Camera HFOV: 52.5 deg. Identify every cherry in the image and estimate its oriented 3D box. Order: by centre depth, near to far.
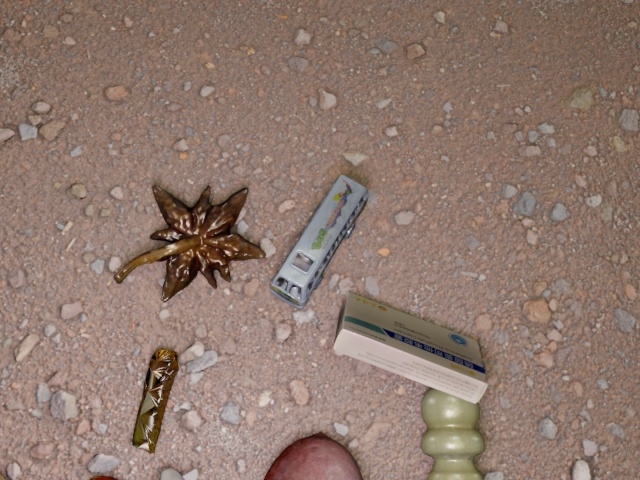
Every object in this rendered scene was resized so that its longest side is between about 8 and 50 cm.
[{"bbox_3d":[-0.012,0.532,1.378,0.240,0.206,0.239,-1,79,5],"label":"cherry"}]

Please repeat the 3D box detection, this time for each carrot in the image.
[{"bbox_3d":[-0.371,0.359,1.456,0.069,0.069,0.228,13,74,-4],"label":"carrot"}]

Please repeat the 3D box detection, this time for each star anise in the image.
[{"bbox_3d":[-0.303,0.003,1.543,0.350,0.109,0.292,4,69,-5],"label":"star anise"}]

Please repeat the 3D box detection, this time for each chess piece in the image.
[{"bbox_3d":[0.299,0.486,1.456,0.182,0.182,0.330,3,69,-7],"label":"chess piece"}]

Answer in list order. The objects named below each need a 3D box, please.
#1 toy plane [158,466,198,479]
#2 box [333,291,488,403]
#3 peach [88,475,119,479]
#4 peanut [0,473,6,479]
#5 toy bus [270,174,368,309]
[{"bbox_3d":[-0.295,0.601,1.367,0.245,0.117,0.244,7,78,-33],"label":"toy plane"},{"bbox_3d":[0.205,0.241,1.494,0.344,0.200,0.065,21,111,-1],"label":"box"},{"bbox_3d":[-0.449,0.574,1.370,0.172,0.092,0.127,26,70,3],"label":"peach"},{"bbox_3d":[-0.732,0.492,1.361,0.104,0.085,0.227,-33,79,-4],"label":"peanut"},{"bbox_3d":[0.000,0.000,1.565,0.109,0.136,0.329,30,72,4],"label":"toy bus"}]
